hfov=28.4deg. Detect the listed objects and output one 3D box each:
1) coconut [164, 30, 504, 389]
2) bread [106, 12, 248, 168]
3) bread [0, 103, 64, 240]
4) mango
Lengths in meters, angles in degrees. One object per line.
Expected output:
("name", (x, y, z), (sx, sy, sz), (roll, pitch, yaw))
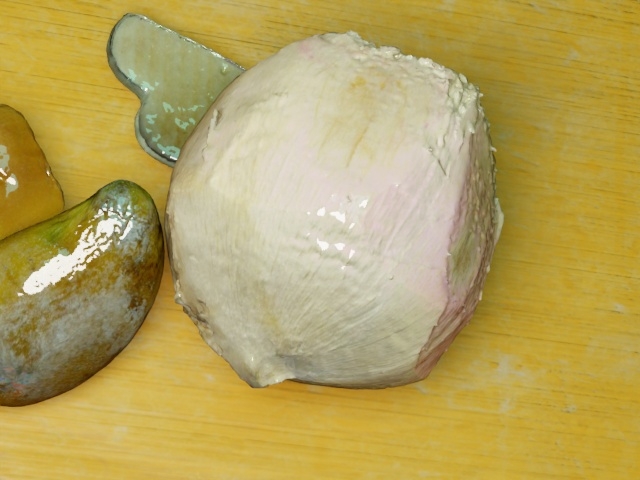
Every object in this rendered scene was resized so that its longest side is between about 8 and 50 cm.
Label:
("coconut", (0.000, 0.000, 1.425), (0.404, 0.404, 0.405), (4, 70, -11))
("bread", (-0.175, -0.196, 1.621), (0.172, 0.064, 0.232), (-22, 79, -19))
("bread", (-0.476, -0.028, 1.447), (0.344, 0.149, 0.195), (-24, 77, -19))
("mango", (-0.292, 0.061, 1.410), (0.316, 0.146, 0.193), (-45, 123, 10))
